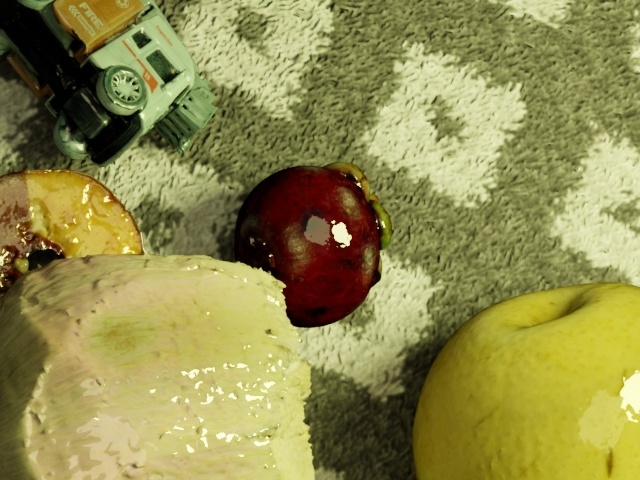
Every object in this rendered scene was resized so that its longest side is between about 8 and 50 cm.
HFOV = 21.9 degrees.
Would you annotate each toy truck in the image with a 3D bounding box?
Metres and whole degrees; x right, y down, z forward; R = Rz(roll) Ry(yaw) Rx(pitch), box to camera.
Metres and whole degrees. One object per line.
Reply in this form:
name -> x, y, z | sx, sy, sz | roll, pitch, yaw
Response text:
toy truck -> -0.250, -0.232, 1.789 | 0.338, 0.133, 0.184 | 51, 49, -3

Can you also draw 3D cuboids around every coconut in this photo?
coconut -> -0.216, 0.209, 1.626 | 0.405, 0.404, 0.404 | 1, 83, -11

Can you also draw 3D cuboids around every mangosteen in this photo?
mangosteen -> 0.000, 0.000, 1.809 | 0.200, 0.200, 0.200 | 1, 83, -11

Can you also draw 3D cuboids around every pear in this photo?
pear -> 0.268, 0.209, 1.747 | 0.348, 0.348, 0.348 | 1, 83, -11

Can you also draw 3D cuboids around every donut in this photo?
donut -> -0.300, -0.001, 1.783 | 0.217, 0.085, 0.141 | -2, 83, -12
